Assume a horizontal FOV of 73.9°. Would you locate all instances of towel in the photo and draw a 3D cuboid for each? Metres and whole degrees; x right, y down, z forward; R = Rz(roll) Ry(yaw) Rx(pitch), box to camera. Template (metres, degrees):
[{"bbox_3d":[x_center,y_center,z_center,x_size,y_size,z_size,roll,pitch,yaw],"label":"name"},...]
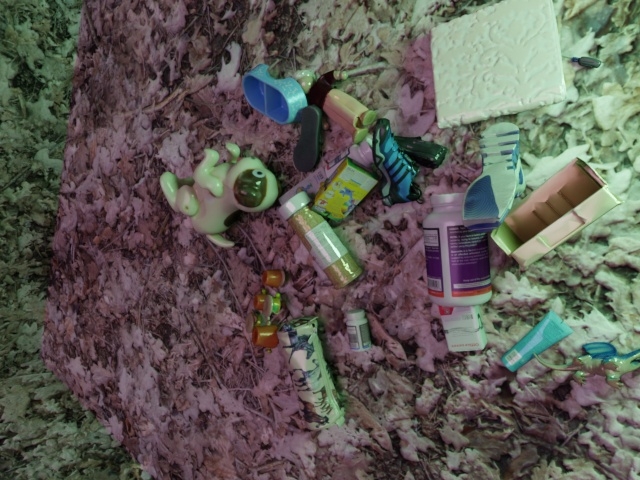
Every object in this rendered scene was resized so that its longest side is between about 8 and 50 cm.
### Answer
[{"bbox_3d":[0.478,-0.494,1.185,0.331,0.053,0.317,-7,83,30],"label":"towel"}]

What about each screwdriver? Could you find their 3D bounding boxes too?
[{"bbox_3d":[0.654,-0.486,1.131,0.170,0.025,0.024,33,113,34],"label":"screwdriver"}]

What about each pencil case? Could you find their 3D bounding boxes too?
[{"bbox_3d":[-0.033,0.493,1.599,0.183,0.160,0.410,-24,83,53],"label":"pencil case"}]

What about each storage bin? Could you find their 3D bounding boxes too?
[{"bbox_3d":[0.586,-0.070,1.081,0.123,0.260,0.262,50,118,8],"label":"storage bin"}]

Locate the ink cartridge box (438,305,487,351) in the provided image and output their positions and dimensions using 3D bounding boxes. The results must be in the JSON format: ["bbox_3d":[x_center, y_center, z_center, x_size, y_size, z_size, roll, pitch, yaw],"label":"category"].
[{"bbox_3d":[0.444,0.261,1.329,0.109,0.063,0.151,-13,90,32],"label":"ink cartridge box"}]

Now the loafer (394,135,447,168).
[{"bbox_3d":[0.294,-0.294,1.352,0.223,0.076,0.078,28,74,33],"label":"loafer"}]

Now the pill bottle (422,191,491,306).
[{"bbox_3d":[0.400,0.023,1.256,0.181,0.181,0.323,-3,95,32],"label":"pill bottle"}]

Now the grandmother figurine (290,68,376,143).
[{"bbox_3d":[0.031,-0.487,1.466,0.342,0.104,0.208,39,115,20],"label":"grandmother figurine"}]

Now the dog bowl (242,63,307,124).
[{"bbox_3d":[-0.176,-0.527,1.555,0.297,0.074,0.166,37,145,28],"label":"dog bowl"}]

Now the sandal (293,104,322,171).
[{"bbox_3d":[-0.034,-0.360,1.533,0.097,0.054,0.255,28,128,16],"label":"sandal"}]

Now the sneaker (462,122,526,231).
[{"bbox_3d":[0.493,-0.144,1.157,0.127,0.182,0.316,2,61,39],"label":"sneaker"}]

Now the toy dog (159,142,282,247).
[{"bbox_3d":[-0.357,-0.180,1.646,0.407,0.284,0.396,-14,89,30],"label":"toy dog"}]

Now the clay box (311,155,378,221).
[{"bbox_3d":[0.075,-0.164,1.422,0.222,0.127,0.053,-46,30,37],"label":"clay box"}]

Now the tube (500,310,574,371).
[{"bbox_3d":[0.620,0.300,1.237,0.080,0.052,0.207,45,112,10],"label":"tube"}]

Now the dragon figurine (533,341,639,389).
[{"bbox_3d":[0.744,0.326,1.137,0.289,0.144,0.085,-17,87,51],"label":"dragon figurine"}]

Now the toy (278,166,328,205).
[{"bbox_3d":[-0.037,-0.154,1.576,0.237,0.056,0.137,-32,81,38],"label":"toy"}]

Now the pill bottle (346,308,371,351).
[{"bbox_3d":[0.134,0.320,1.521,0.078,0.078,0.137,-8,92,32],"label":"pill bottle"}]

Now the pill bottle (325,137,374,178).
[{"bbox_3d":[0.113,-0.260,1.440,0.180,0.108,0.108,-33,79,31],"label":"pill bottle"}]

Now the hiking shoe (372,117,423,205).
[{"bbox_3d":[0.241,-0.245,1.322,0.132,0.113,0.304,-2,133,20],"label":"hiking shoe"}]

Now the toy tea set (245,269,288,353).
[{"bbox_3d":[-0.193,0.280,1.720,0.200,0.124,0.336,55,129,52],"label":"toy tea set"}]

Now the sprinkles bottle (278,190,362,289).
[{"bbox_3d":[0.000,0.000,1.500,0.121,0.121,0.355,-37,88,30],"label":"sprinkles bottle"}]
